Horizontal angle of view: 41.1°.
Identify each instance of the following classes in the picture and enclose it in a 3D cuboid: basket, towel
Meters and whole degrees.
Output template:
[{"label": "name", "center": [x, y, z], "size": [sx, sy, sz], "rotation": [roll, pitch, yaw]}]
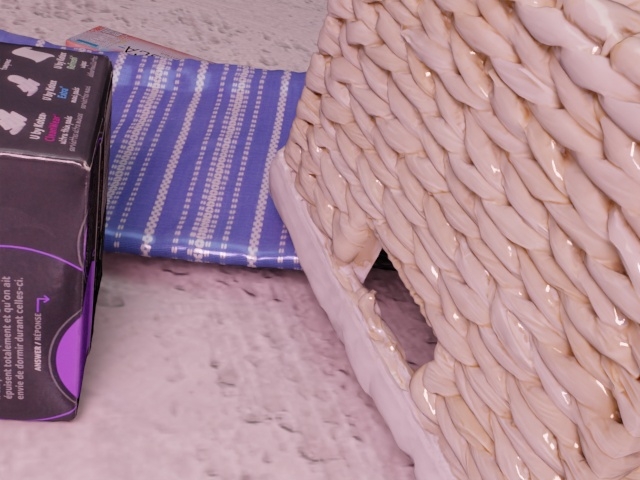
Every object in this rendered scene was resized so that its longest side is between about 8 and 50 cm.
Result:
[{"label": "basket", "center": [0.191, -0.035, 0.482], "size": [0.331, 0.266, 0.328], "rotation": [-7, 48, -26]}, {"label": "towel", "center": [-0.135, -0.080, 0.661], "size": [0.335, 0.040, 0.243], "rotation": [6, 42, 1]}]

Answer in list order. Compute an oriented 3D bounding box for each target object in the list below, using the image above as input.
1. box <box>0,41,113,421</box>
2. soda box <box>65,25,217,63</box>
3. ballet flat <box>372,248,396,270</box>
[{"label": "box", "center": [-0.254, -0.016, 0.450], "size": [0.270, 0.165, 0.143], "rotation": [5, 31, -12]}, {"label": "soda box", "center": [-0.151, -0.145, 0.811], "size": [0.183, 0.063, 0.058], "rotation": [20, 33, 14]}, {"label": "ballet flat", "center": [0.000, 0.000, 0.654], "size": [0.173, 0.049, 0.058], "rotation": [11, 57, 8]}]
